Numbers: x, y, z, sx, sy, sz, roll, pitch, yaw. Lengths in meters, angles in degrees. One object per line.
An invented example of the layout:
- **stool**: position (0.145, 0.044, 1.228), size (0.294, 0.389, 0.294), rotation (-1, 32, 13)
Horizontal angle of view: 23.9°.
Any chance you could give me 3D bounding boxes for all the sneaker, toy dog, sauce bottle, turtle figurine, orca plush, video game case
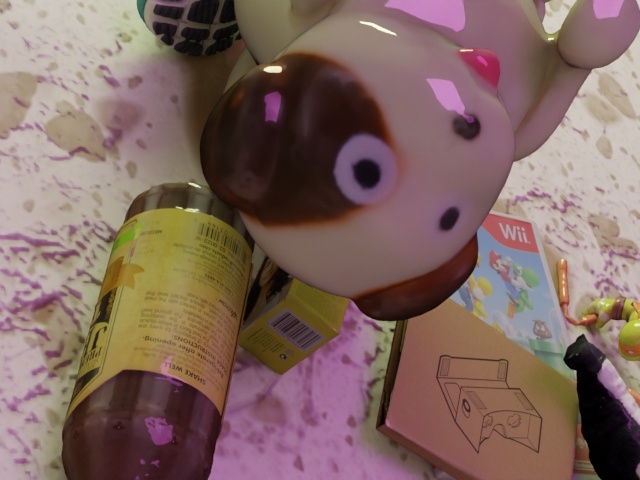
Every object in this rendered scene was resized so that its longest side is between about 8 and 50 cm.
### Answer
- **sneaker**: position (-0.091, -0.251, 1.393), size (0.110, 0.107, 0.275), rotation (35, 34, 11)
- **toy dog**: position (0.037, -0.143, 1.146), size (0.284, 0.395, 0.408), rotation (49, 29, -32)
- **sauce bottle**: position (-0.120, 0.111, 1.067), size (0.111, 0.111, 0.344), rotation (31, 43, -22)
- **turtle figurine**: position (0.347, 0.118, 1.484), size (0.217, 0.087, 0.269), rotation (34, 14, -37)
- **orca plush**: position (0.278, 0.226, 1.327), size (0.102, 0.151, 0.287), rotation (-34, 101, -14)
- **video game case**: position (0.157, 0.091, 1.401), size (0.204, 0.025, 0.285), rotation (12, 54, -36)

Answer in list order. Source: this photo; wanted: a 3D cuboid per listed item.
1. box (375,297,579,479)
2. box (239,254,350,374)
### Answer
- **box**: position (0.142, 0.145, 1.313), size (0.201, 0.021, 0.164), rotation (34, 44, -20)
- **box**: position (0.000, 0.000, 1.280), size (0.058, 0.087, 0.232), rotation (38, 41, -15)
